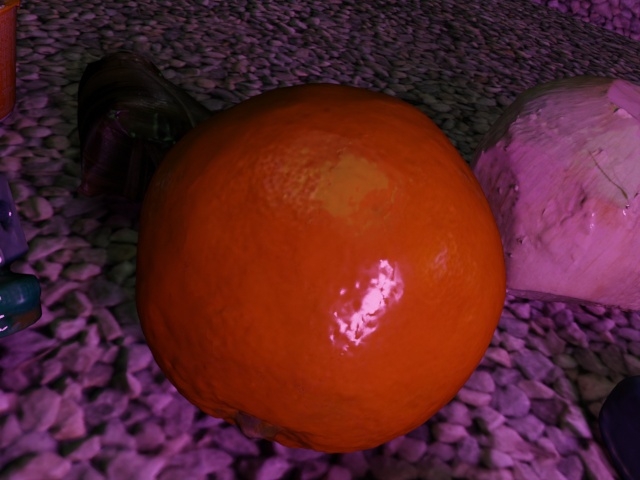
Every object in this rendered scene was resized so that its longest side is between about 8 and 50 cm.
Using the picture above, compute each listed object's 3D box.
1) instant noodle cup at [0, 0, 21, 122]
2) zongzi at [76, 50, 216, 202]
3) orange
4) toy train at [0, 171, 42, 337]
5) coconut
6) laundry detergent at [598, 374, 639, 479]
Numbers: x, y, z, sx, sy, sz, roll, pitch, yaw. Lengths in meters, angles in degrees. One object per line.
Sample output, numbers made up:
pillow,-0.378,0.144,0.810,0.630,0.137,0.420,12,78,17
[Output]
instant noodle cup,-0.500,-0.254,0.834,0.215,0.172,0.216,8,38,-6
zongzi,-0.171,-0.138,0.844,0.288,0.134,0.286,9,31,-28
orange,-0.002,0.025,0.537,0.312,0.312,0.312,9,38,-7
toy train,-0.366,0.024,0.438,0.249,0.178,0.429,-13,11,-1
coconut,0.334,-0.065,0.788,0.297,0.255,0.297,7,39,-6
laundry detergent,0.431,0.198,0.626,0.289,0.094,0.143,3,33,-19
